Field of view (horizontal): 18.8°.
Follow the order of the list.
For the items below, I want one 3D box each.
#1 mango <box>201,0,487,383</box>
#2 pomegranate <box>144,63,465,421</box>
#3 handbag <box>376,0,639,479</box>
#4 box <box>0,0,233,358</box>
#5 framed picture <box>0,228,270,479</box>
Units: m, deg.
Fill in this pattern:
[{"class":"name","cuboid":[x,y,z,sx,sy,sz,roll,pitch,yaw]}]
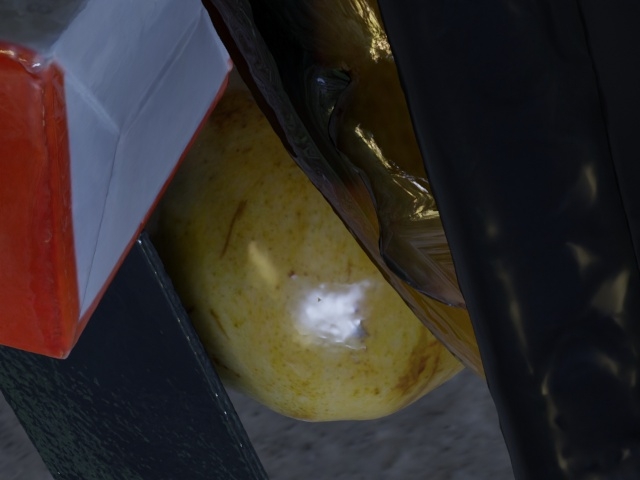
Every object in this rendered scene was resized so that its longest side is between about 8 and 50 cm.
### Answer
[{"class":"mango","cuboid":[0.066,-0.080,0.489,0.201,0.152,0.287,-21,101,-6]},{"class":"pomegranate","cuboid":[0.000,0.000,1.293,0.264,0.264,0.264,4,77,-17]},{"class":"handbag","cuboid":[0.118,0.015,0.278,0.080,0.223,0.247,-15,88,-34]},{"class":"box","cuboid":[-0.101,-0.070,0.685,0.099,0.133,0.182,14,43,10]},{"class":"framed picture","cuboid":[-0.143,0.101,1.282,0.013,0.244,0.324,-48,132,-33]}]
